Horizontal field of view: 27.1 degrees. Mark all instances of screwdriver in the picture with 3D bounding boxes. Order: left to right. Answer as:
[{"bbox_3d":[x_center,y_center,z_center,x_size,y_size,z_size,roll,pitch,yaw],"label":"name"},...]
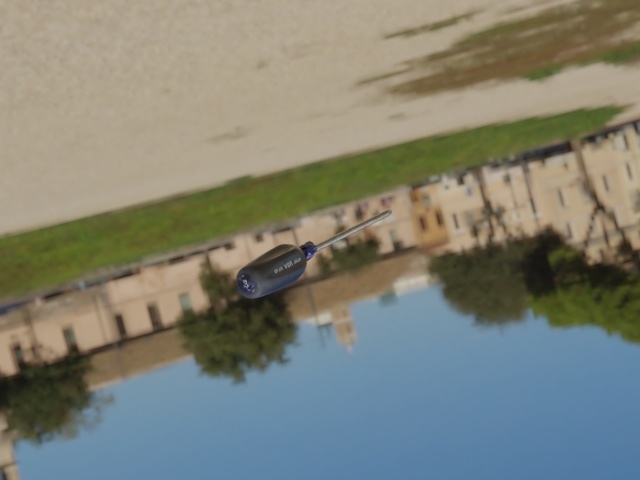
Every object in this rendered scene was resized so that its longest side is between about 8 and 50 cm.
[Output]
[{"bbox_3d":[0.000,0.000,0.810,0.024,0.025,0.170,-53,169,33],"label":"screwdriver"}]
